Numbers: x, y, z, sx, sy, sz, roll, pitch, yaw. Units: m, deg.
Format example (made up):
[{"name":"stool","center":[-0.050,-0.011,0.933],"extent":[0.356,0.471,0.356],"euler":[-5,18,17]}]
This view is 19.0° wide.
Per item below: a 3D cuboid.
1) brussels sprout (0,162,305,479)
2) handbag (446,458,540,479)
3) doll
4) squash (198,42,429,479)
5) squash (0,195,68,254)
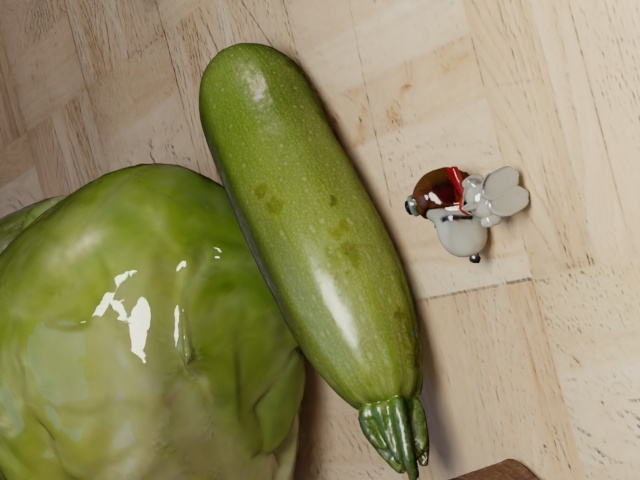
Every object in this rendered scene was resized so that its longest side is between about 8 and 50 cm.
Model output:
[{"name":"brussels sprout","center":[-0.130,0.093,1.403],"extent":[0.273,0.242,0.317],"euler":[17,118,37]},{"name":"handbag","center":[0.122,0.229,1.081],"extent":[0.193,0.072,0.151],"euler":[46,144,48]},{"name":"doll","center":[0.081,-0.023,1.073],"extent":[0.058,0.040,0.085],"euler":[56,157,15]},{"name":"squash","center":[0.000,0.000,1.218],"extent":[0.094,0.094,0.341],"euler":[109,143,-53]},{"name":"squash","center":[-0.244,0.039,1.739],"extent":[0.123,0.170,0.170],"euler":[-37,68,50]}]
